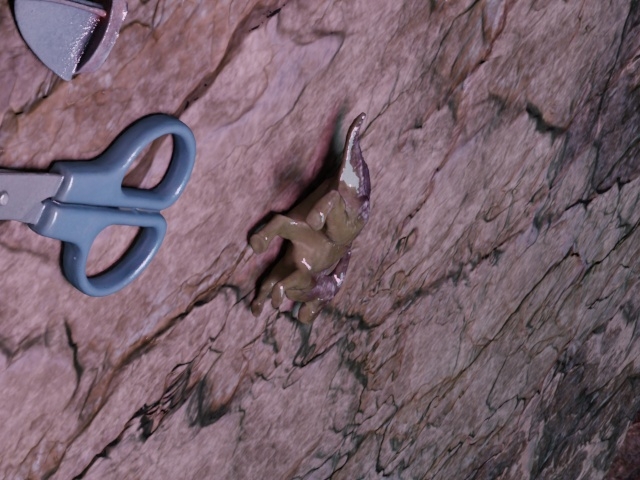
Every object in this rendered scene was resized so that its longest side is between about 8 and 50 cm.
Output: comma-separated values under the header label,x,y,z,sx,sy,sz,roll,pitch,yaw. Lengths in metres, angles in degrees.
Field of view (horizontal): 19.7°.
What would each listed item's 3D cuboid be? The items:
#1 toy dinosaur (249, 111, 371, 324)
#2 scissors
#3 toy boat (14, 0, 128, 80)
label,x,y,z,sx,sy,sz,roll,pitch,yaw
toy dinosaur,-0.006,-0.003,2.057,0.162,0.077,0.294,-36,162,-42
scissors,-0.260,-0.038,1.635,0.447,0.029,0.193,5,115,-60
toy boat,-0.223,-0.182,1.549,0.122,0.034,0.096,5,115,-51
